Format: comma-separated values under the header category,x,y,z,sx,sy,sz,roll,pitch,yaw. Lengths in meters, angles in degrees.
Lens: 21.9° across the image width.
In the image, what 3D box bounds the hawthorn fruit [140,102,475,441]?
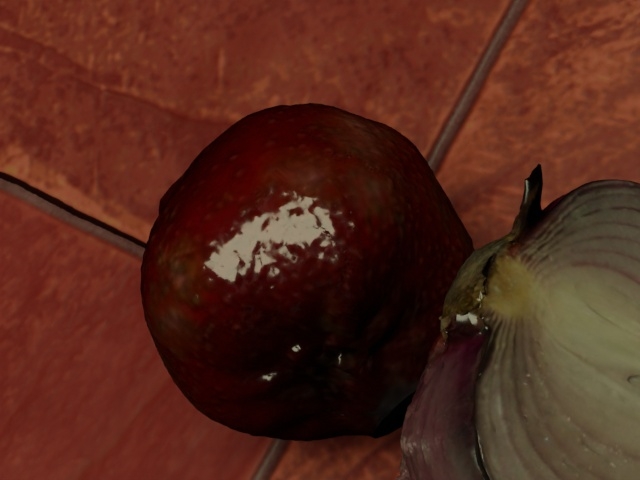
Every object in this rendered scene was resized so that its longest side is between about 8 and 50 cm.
category,x,y,z,sx,sy,sz,roll,pitch,yaw
hawthorn fruit,0.000,0.000,1.119,0.210,0.230,0.266,-33,35,35

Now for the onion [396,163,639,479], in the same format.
category,x,y,z,sx,sy,sz,roll,pitch,yaw
onion,0.206,0.138,1.018,0.349,0.159,0.267,36,61,-6
